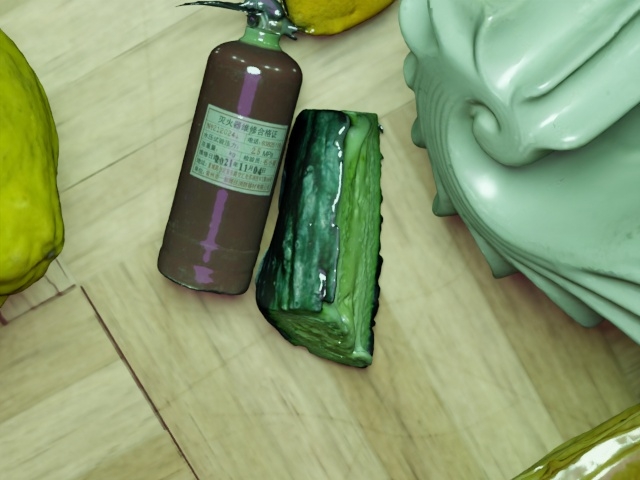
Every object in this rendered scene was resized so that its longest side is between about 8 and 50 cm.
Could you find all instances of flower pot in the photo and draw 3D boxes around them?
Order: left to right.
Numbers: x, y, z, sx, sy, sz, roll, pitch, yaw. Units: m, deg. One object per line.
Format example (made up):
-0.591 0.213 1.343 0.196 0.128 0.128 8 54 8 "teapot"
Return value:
0.213 -0.038 0.790 0.164 0.254 0.367 -41 55 -20 "flower pot"

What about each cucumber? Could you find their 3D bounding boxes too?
0.000 0.000 0.952 0.086 0.115 0.193 13 99 21 "cucumber"

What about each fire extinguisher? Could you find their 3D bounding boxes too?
-0.071 -0.081 0.945 0.099 0.071 0.231 11 103 -11 "fire extinguisher"

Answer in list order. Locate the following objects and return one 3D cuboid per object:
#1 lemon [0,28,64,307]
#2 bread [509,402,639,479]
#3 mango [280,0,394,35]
-0.327 -0.059 0.867 0.285 0.285 0.316 -44 72 10 "lemon"
0.277 0.261 0.956 0.314 0.191 0.370 -31 105 3 "bread"
0.023 -0.220 0.911 0.105 0.084 0.159 11 111 -21 "mango"
